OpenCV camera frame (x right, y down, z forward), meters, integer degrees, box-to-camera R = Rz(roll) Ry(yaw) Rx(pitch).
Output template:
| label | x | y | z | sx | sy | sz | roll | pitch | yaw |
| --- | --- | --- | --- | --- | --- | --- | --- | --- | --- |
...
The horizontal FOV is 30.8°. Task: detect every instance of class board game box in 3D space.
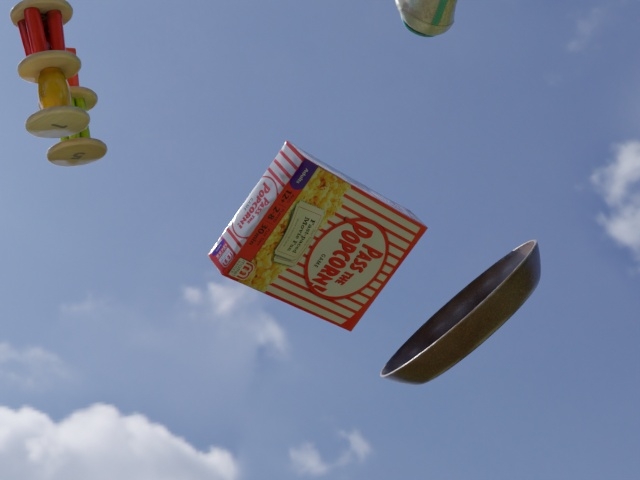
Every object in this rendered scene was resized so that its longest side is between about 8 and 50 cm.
| label | x | y | z | sx | sy | sz | roll | pitch | yaw |
| --- | --- | --- | --- | --- | --- | --- | --- | --- | --- |
| board game box | 0.000 | 0.000 | 1.222 | 0.193 | 0.045 | 0.146 | 26 | -76 | -39 |

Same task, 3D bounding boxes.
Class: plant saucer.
| label | x | y | z | sx | sy | sz | roll | pitch | yaw |
| --- | --- | --- | --- | --- | --- | --- | --- | --- | --- |
| plant saucer | 0.120 | 0.064 | 0.947 | 0.029 | 0.168 | 0.168 | 48 | -65 | 1 |

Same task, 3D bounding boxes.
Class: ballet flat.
| label | x | y | z | sx | sy | sz | roll | pitch | yaw |
| --- | --- | --- | --- | --- | --- | --- | --- | --- | --- |
| ballet flat | 0.073 | -0.216 | 0.833 | 0.057 | 0.168 | 0.052 | 3 | -38 | -19 |

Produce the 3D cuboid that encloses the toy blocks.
| label | x | y | z | sx | sy | sz | roll | pitch | yaw |
| --- | --- | --- | --- | --- | --- | --- | --- | --- | --- |
| toy blocks | -0.226 | -0.151 | 0.992 | 0.054 | 0.148 | 0.123 | -11 | -16 | -2 |
